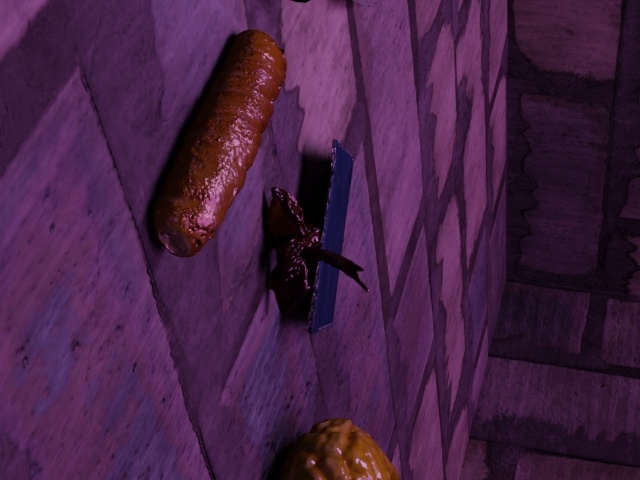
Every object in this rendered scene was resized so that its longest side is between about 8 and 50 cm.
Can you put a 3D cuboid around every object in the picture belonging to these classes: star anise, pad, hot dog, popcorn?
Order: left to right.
[{"bbox_3d":[-0.096,-0.107,1.160,0.083,0.068,0.289,68,34,-47],"label":"hot dog"},{"bbox_3d":[0.000,0.010,1.420,0.158,0.144,0.140,64,29,-61],"label":"star anise"},{"bbox_3d":[0.010,0.359,1.596,0.203,0.226,0.200,-44,117,-3],"label":"popcorn"},{"bbox_3d":[0.017,-0.002,1.624,0.269,0.012,0.269,1,97,-83],"label":"pad"}]

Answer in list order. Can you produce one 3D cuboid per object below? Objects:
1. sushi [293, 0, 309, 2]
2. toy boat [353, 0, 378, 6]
[{"bbox_3d":[-0.017,-0.349,1.280,0.078,0.090,0.150,-22,116,-76],"label":"sushi"},{"bbox_3d":[0.085,-0.454,1.591,0.293,0.111,0.276,-67,161,-9],"label":"toy boat"}]
